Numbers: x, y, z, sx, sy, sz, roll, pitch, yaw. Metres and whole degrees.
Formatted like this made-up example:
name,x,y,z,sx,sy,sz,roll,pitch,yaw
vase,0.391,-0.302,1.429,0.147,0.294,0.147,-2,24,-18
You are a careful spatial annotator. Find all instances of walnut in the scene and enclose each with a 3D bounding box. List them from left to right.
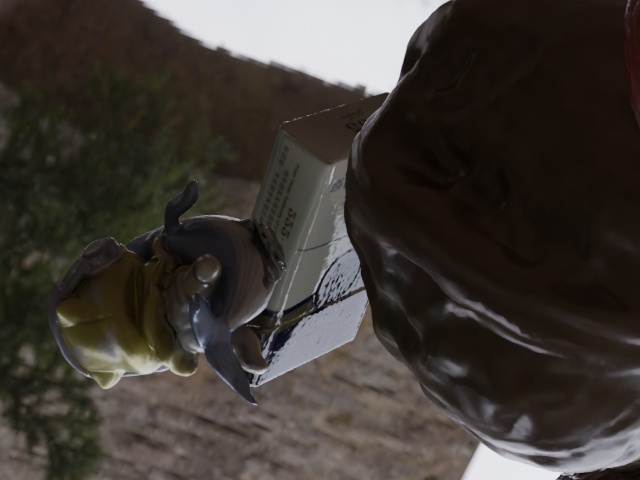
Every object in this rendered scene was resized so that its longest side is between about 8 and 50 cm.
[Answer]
name,x,y,z,sx,sy,sz,roll,pitch,yaw
walnut,0.138,-0.009,0.851,0.273,0.273,0.227,49,-170,35

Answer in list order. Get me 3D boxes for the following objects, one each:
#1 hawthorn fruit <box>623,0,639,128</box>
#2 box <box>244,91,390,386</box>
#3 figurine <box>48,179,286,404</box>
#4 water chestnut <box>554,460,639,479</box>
name,x,y,z,sx,sy,sz,roll,pitch,yaw
hawthorn fruit,0.188,-0.071,0.543,0.172,0.173,0.173,16,-147,-10
box,0.000,0.000,1.401,0.071,0.259,0.168,36,-144,26
figurine,-0.109,0.046,1.137,0.183,0.128,0.208,-31,-151,-6
water chestnut,0.368,0.360,1.593,0.335,0.347,0.335,46,178,2
